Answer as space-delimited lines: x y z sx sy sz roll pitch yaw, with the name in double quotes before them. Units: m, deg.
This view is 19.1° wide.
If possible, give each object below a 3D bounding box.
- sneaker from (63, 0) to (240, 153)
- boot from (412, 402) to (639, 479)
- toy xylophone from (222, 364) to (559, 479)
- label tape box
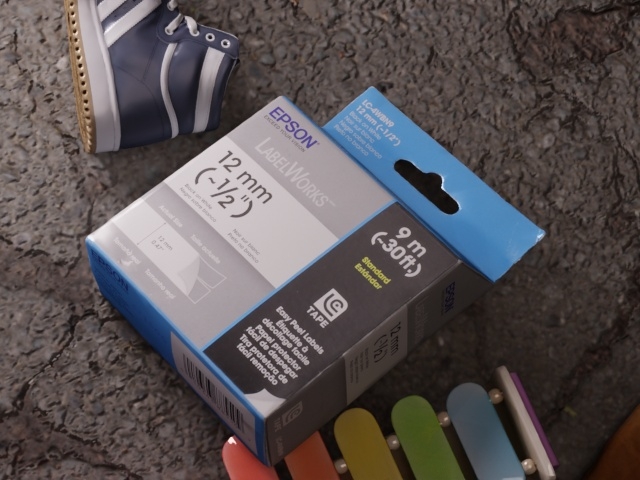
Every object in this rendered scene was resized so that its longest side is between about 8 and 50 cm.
"sneaker" -0.161 -0.227 1.780 0.153 0.099 0.282 -6 89 -13
"boot" 0.238 0.244 1.824 0.280 0.096 0.264 -40 84 -23
"toy xylophone" 0.040 0.207 1.715 0.323 0.081 0.236 -33 70 -1
"label tape box" 0.000 0.000 1.732 0.348 0.115 0.249 -39 65 -17
